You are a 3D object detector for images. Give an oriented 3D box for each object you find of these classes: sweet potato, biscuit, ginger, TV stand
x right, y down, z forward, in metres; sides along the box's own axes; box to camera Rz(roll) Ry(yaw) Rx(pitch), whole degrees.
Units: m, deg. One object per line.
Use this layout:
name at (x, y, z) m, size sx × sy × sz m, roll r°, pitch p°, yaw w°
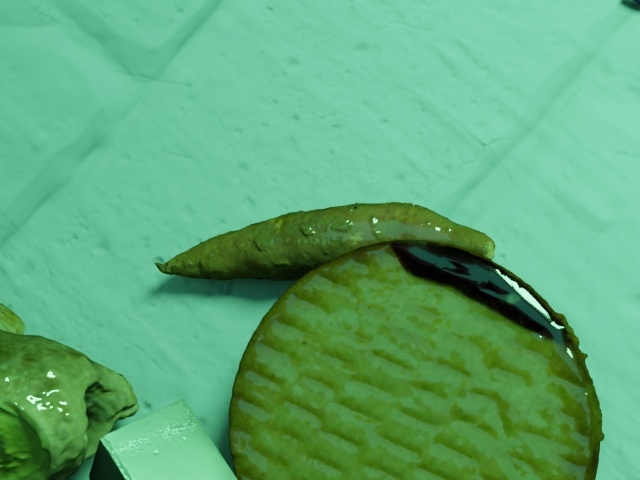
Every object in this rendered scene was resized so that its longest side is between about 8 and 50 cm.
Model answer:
sweet potato at (0.000, 0.000, 1.253) m, size 0.314 × 0.066 × 0.072 m, roll -4°, pitch 116°, yaw 15°
biscuit at (0.075, 0.158, 1.178) m, size 0.317 × 0.040 × 0.318 m, roll -2°, pitch 85°, yaw 17°
ginger at (-0.298, 0.129, 1.257) m, size 0.275 × 0.221 × 0.130 m, roll 4°, pitch 112°, yaw 2°
TV stand at (-0.087, 0.273, 1.180) m, size 0.088 × 0.083 × 0.269 m, roll -22°, pitch 63°, yaw -31°

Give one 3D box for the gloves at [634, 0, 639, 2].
gloves at (0.309, -0.235, 1.255) m, size 0.086 × 0.026 × 0.064 m, roll 22°, pitch 80°, yaw 26°
